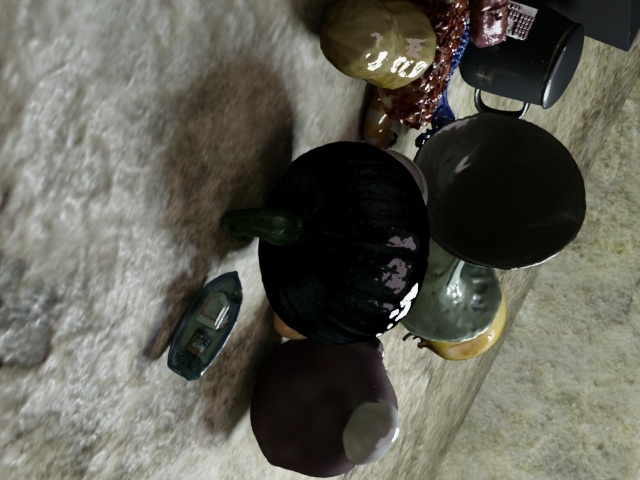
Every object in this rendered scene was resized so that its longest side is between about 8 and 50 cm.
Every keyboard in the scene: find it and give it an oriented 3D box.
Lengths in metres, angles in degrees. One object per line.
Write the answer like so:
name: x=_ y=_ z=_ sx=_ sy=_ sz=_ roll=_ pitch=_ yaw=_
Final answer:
keyboard: x=0.254 y=-0.342 z=1.844 sx=0.166 sy=0.017 sz=0.055 roll=10 pitch=109 yaw=-33

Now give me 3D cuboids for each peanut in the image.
peanut: x=0.068 y=-0.237 z=1.457 sx=0.110 sy=0.120 sz=0.236 roll=-52 pitch=169 yaw=14

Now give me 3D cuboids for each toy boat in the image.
toy boat: x=-0.131 y=0.096 z=1.445 sx=0.140 sy=0.059 sz=0.066 roll=-61 pitch=179 yaw=-16

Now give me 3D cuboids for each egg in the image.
egg: x=-0.029 y=0.104 z=1.723 sx=0.083 sy=0.071 sz=0.071 roll=-37 pitch=148 yaw=-50

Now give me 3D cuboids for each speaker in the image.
speaker: x=0.426 y=-0.455 z=1.973 sx=0.184 sy=0.232 sz=0.254 roll=-62 pitch=163 yaw=-10

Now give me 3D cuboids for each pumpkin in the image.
pumpkin: x=0.000 y=0.000 z=1.474 sx=0.248 sy=0.248 sz=0.248 roll=-53 pitch=159 yaw=-31

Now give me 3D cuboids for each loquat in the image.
loquat: x=0.248 y=0.129 z=2.322 sx=0.213 sy=0.213 sz=0.213 roll=-53 pitch=159 yaw=-31

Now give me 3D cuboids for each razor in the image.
razor: x=0.211 y=-0.295 z=1.895 sx=0.093 sy=0.056 sz=0.324 roll=-3 pitch=118 yaw=-29

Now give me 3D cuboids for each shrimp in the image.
shrimp: x=0.113 y=-0.197 z=1.756 sx=0.161 sy=0.049 sz=0.166 roll=-56 pitch=162 yaw=-17

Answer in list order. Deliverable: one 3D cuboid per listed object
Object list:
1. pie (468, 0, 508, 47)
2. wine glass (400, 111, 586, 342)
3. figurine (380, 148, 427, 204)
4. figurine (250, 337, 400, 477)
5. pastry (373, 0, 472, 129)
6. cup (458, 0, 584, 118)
pie: x=0.229 y=-0.373 z=1.693 sx=0.204 sy=0.054 sz=0.219 roll=81 pitch=11 yaw=-61
wine glass: x=0.236 y=0.001 z=1.991 sx=0.267 sy=0.267 sz=0.406 roll=-56 pitch=173 yaw=-24
figurine: x=0.079 y=-0.047 z=1.780 sx=0.132 sy=0.132 sz=0.154 roll=-58 pitch=173 yaw=-19
figurine: x=0.019 y=0.256 z=1.854 sx=0.365 sy=0.218 sz=0.206 roll=47 pitch=26 yaw=-73
pastry: x=0.130 y=-0.252 z=1.623 sx=0.115 sy=0.097 sz=0.208 roll=8 pitch=100 yaw=-58
cup: x=0.320 y=-0.286 z=2.001 sx=0.169 sy=0.176 sz=0.223 roll=-50 pitch=157 yaw=-44
